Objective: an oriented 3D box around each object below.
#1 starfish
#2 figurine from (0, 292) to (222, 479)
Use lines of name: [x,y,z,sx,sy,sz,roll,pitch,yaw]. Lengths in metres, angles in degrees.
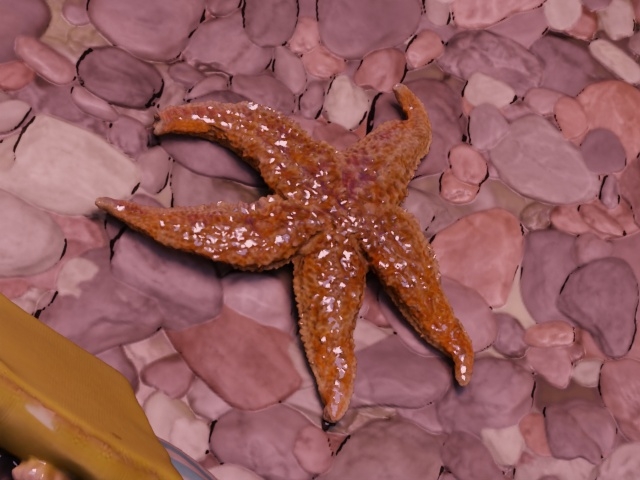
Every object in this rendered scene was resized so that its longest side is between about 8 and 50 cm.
starfish: [0.001,-0.001,1.349,0.299,0.060,0.302,-22,74,-26]
figurine: [-0.227,0.255,1.108,0.361,0.266,0.378,37,93,-4]
